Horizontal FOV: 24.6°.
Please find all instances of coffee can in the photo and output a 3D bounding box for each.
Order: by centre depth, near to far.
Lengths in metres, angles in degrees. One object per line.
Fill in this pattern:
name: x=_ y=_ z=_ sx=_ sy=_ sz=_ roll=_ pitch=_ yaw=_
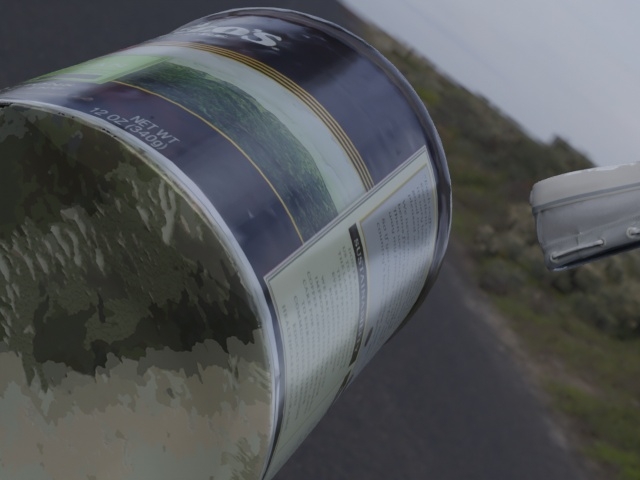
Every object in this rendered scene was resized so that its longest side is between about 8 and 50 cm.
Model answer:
coffee can: x=-0.069 y=0.012 z=0.662 sx=0.201 sy=0.201 sz=0.275 roll=38 pitch=23 yaw=5

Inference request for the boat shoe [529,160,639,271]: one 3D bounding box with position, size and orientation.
boat shoe: x=0.199 y=-0.016 z=0.818 sx=0.184 sy=0.063 sz=0.066 roll=-9 pitch=-6 yaw=35
